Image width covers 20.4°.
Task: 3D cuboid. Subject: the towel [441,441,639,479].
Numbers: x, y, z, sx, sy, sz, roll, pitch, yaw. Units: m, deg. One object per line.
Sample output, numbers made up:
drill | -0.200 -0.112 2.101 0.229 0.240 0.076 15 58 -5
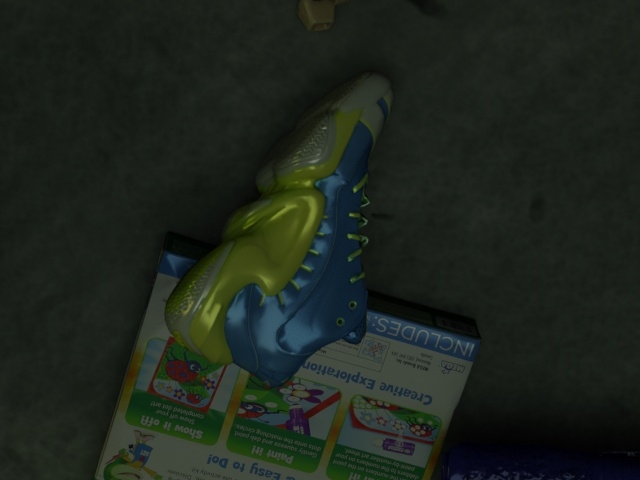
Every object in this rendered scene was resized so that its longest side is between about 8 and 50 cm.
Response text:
towel | 0.244 0.241 1.353 0.308 0.076 0.228 2 126 7

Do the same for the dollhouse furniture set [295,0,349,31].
dollhouse furniture set | 0.041 -0.208 1.262 0.114 0.091 0.081 -8 67 -21

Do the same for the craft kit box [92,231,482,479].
craft kit box | -0.033 0.144 1.354 0.249 0.061 0.247 17 105 -7

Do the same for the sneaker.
sneaker | 0.000 0.000 1.266 0.126 0.091 0.240 40 83 -13
